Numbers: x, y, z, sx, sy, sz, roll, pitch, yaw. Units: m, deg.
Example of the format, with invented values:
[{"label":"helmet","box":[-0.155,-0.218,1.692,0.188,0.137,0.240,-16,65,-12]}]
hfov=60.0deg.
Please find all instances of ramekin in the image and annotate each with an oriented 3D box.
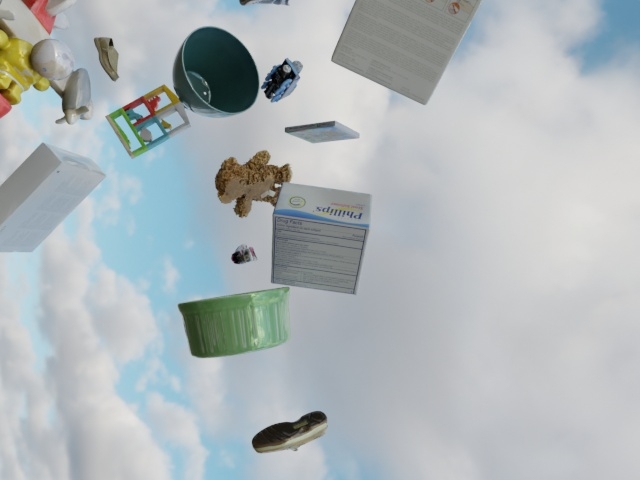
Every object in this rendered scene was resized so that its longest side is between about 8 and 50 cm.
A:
[{"label":"ramekin","box":[-0.222,0.218,1.489,0.303,0.304,0.148,-13,-96,52]}]

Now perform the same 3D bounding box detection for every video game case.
[{"label":"video game case","box":[0.009,-0.377,1.942,0.193,0.212,0.023,-2,-93,26]}]

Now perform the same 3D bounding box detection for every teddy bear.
[{"label":"teddy bear","box":[-0.236,-0.203,1.950,0.113,0.338,0.245,40,-46,35]}]

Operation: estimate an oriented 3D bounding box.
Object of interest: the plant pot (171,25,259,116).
[{"label":"plant pot","box":[-0.375,-0.529,1.842,0.195,0.290,0.290,-14,-94,47]}]

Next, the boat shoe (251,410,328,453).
[{"label":"boat shoe","box":[-0.068,0.470,1.309,0.068,0.190,0.072,-136,-141,-58]}]

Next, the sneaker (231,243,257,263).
[{"label":"sneaker","box":[-0.299,0.054,2.050,0.178,0.077,0.071,-10,-82,68]}]

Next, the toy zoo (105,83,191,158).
[{"label":"toy zoo","box":[-0.610,-0.448,2.031,0.192,0.293,0.030,55,-10,11]}]

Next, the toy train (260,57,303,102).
[{"label":"toy train","box":[-0.117,-0.505,1.743,0.080,0.105,0.184,55,-28,-1]}]

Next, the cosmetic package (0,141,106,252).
[{"label":"cosmetic package","box":[-0.895,-0.122,1.747,0.377,0.284,0.097,-45,-92,2]}]

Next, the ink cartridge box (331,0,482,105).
[{"label":"ink cartridge box","box":[0.244,-0.611,1.523,0.091,0.308,0.385,-75,-170,-62]}]

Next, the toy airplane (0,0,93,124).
[{"label":"toy airplane","box":[-0.649,-0.437,1.242,0.273,0.386,0.384,19,-68,21]}]

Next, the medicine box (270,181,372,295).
[{"label":"medicine box","box":[0.000,0.000,1.597,0.149,0.264,0.289,-80,178,-46]}]

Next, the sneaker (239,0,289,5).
[{"label":"sneaker","box":[-0.204,-0.921,2.054,0.282,0.153,0.099,-140,-133,-58]}]

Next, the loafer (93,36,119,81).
[{"label":"loafer","box":[-0.578,-0.503,1.518,0.056,0.050,0.148,77,-12,-75]}]
